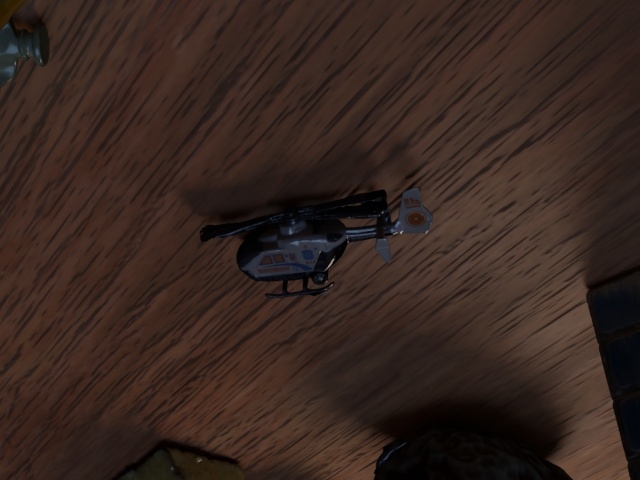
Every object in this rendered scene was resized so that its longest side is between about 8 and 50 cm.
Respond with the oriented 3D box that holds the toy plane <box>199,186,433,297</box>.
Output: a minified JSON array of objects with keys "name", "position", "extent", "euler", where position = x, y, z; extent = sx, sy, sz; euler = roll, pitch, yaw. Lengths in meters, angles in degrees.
[{"name":"toy plane","position":[0.001,0.001,0.791],"extent":[0.197,0.053,0.078],"euler":[-10,131,14]}]

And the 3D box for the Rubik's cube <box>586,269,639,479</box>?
[{"name":"Rubik's cube","position":[0.431,0.158,0.848],"extent":[0.256,0.259,0.253],"euler":[-26,136,26]}]

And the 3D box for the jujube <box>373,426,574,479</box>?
[{"name":"jujube","position":[0.201,0.346,1.094],"extent":[0.317,0.226,0.226],"euler":[35,128,-30]}]

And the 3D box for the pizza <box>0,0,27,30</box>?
[{"name":"pizza","position":[-0.282,-0.136,0.566],"extent":[0.246,0.127,0.058],"euler":[-19,161,7]}]

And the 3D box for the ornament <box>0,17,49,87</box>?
[{"name":"ornament","position":[-0.233,-0.132,0.620],"extent":[0.092,0.041,0.068],"euler":[24,114,-17]}]

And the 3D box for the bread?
[{"name":"bread","position":[-0.205,0.390,1.149],"extent":[0.135,0.178,0.240],"euler":[24,135,-31]}]
